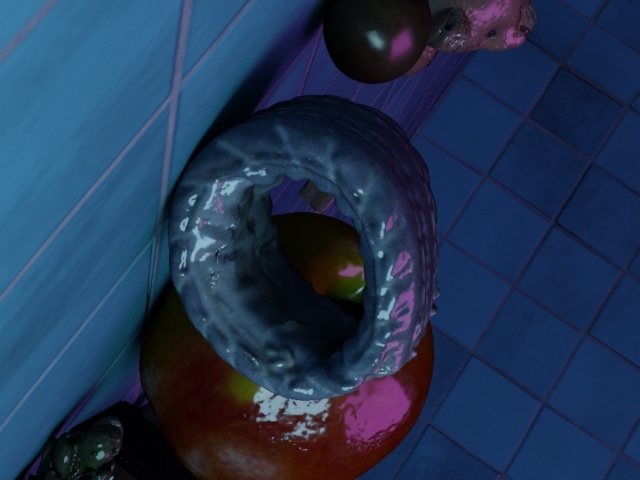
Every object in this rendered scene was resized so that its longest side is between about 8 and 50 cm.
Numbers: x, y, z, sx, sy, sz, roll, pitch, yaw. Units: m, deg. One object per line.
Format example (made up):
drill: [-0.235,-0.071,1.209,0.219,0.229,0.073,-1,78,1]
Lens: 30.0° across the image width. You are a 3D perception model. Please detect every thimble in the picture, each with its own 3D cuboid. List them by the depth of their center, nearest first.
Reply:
thimble: [0.000,0.000,0.985,0.205,0.236,0.172,-31,-176,24]

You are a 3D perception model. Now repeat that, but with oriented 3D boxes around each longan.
longan: [0.049,-0.191,1.038,0.113,0.092,0.113,-41,150,-31]

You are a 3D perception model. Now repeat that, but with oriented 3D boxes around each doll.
doll: [0.186,-0.285,1.534,0.201,0.156,0.303,-61,-178,-9]

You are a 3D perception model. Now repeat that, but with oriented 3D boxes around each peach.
peach: [-0.043,0.123,1.241,0.332,0.308,0.308,-31,-163,53]

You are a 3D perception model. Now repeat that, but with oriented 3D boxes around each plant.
plant: [-0.250,0.236,1.127,0.174,0.087,0.085,-50,-155,-8]

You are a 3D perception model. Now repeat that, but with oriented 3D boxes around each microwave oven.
microwave oven: [-0.223,0.313,1.324,0.188,0.178,0.247,-58,176,2]

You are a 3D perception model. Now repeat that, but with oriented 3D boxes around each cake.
cake: [0.011,-0.087,1.795,0.065,0.052,0.121,-52,178,35]

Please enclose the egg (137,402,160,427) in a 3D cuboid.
egg: [-0.214,0.274,1.572,0.152,0.114,0.114,-49,173,-45]
